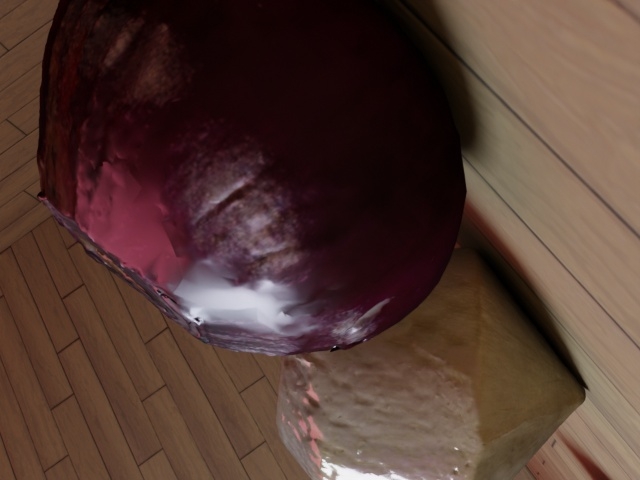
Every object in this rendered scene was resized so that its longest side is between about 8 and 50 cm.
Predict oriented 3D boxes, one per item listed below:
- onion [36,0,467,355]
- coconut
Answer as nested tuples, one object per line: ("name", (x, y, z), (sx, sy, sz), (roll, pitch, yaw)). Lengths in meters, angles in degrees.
("onion", (-0.039, -0.058, 0.486), (0.260, 0.282, 0.336), (20, 142, 53))
("coconut", (0.118, 0.151, 0.733), (0.328, 0.329, 0.329), (54, 180, 0))
